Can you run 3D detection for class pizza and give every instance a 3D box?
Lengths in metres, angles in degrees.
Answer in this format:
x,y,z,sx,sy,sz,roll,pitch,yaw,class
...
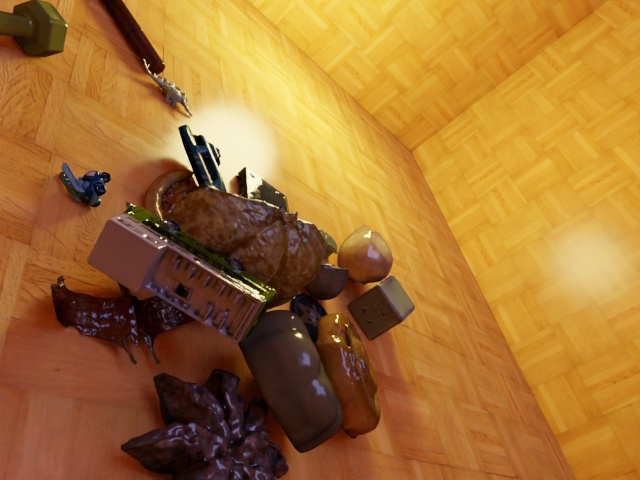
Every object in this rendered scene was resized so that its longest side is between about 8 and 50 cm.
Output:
x,y,z,sx,sy,sz,roll,pitch,yaw,class
-0.339,-0.092,1.146,0.134,0.056,0.271,40,27,-8,pizza

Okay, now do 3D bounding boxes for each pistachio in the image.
x,y,z,sx,sy,sz,roll,pitch,yaw,class
0.155,0.044,1.676,0.187,0.187,0.299,49,17,-10,pistachio

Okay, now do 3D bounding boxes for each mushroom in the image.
x,y,z,sx,sy,sz,roll,pitch,yaw,class
0.007,0.113,1.409,0.188,0.141,0.117,25,64,-70,mushroom

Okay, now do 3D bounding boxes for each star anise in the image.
x,y,z,sx,sy,sz,roll,pitch,yaw,class
-0.163,0.348,0.799,0.331,0.118,0.331,46,22,-26,star anise

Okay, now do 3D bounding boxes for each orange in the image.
x,y,z,sx,sy,sz,roll,pitch,yaw,class
-0.161,0.040,1.063,0.369,0.271,0.210,22,67,-46,orange

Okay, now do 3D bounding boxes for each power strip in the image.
x,y,z,sx,sy,sz,roll,pitch,yaw,class
0.212,0.210,1.610,0.139,0.140,0.224,55,25,8,power strip

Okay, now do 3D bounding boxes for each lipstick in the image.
x,y,z,sx,sy,sz,roll,pitch,yaw,class
-0.578,-0.650,1.466,0.356,0.057,0.057,56,25,6,lipstick

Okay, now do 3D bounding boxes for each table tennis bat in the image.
x,y,z,sx,sy,sz,roll,pitch,yaw,class
0.003,0.226,1.365,0.236,0.027,0.150,28,33,-38,table tennis bat

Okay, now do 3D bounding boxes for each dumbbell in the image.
x,y,z,sx,sy,sz,roll,pitch,yaw,class
-0.657,-0.437,0.982,0.121,0.108,0.302,53,25,0,dumbbell

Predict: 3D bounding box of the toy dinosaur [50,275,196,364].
x,y,z,sx,sy,sz,roll,pitch,yaw,class
-0.307,0.115,0.863,0.327,0.113,0.206,37,29,-35,toy dinosaur

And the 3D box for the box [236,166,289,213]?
x,y,z,sx,sy,sz,roll,pitch,yaw,class
-0.164,-0.086,1.458,0.211,0.045,0.270,35,30,-36,box

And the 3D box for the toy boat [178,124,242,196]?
x,y,z,sx,sy,sz,roll,pitch,yaw,class
-0.274,-0.173,1.247,0.134,0.092,0.298,95,-28,-67,toy boat

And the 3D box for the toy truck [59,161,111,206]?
x,y,z,sx,sy,sz,roll,pitch,yaw,class
-0.466,-0.113,0.961,0.090,0.056,0.073,25,40,-24,toy truck

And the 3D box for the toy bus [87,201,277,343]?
x,y,z,sx,sy,sz,roll,pitch,yaw,class
-0.232,0.058,0.845,0.302,0.113,0.139,31,12,0,toy bus

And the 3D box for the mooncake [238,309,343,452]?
x,y,z,sx,sy,sz,roll,pitch,yaw,class
-0.054,0.267,0.960,0.275,0.135,0.275,62,-8,16,mooncake

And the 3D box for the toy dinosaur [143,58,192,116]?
x,y,z,sx,sy,sz,roll,pitch,yaw,class
-0.448,-0.445,1.439,0.209,0.039,0.082,47,20,-38,toy dinosaur

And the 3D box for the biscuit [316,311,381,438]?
x,y,z,sx,sy,sz,roll,pitch,yaw,class
0.076,0.316,1.186,0.296,0.102,0.296,-18,90,-81,biscuit

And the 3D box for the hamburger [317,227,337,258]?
x,y,z,sx,sy,sz,roll,pitch,yaw,class
0.002,-0.003,1.634,0.121,0.054,0.084,35,31,-20,hamburger
